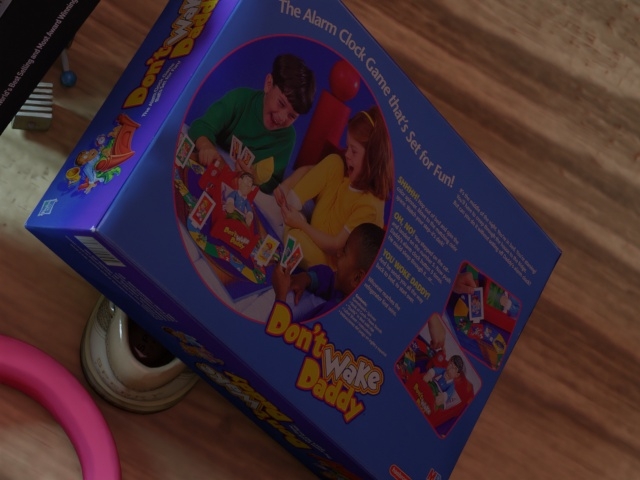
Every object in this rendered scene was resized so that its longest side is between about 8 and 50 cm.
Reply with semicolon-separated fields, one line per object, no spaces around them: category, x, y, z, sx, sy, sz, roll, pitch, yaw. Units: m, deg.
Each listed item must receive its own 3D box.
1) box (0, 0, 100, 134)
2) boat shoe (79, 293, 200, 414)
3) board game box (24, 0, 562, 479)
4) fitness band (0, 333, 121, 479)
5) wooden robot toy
box;-0.295;-0.131;0.983;0.242;0.307;0.076;19;38;-35
boat shoe;-0.061;-0.039;1.159;0.122;0.110;0.341;24;70;-8
board game box;0.000;0.000;1.093;0.347;0.078;0.233;45;64;-34
fitness band;-0.262;0.191;1.068;0.209;0.054;0.291;46;67;1
wooden robot toy;-0.197;-0.170;1.176;0.076;0.079;0.173;19;70;-10
